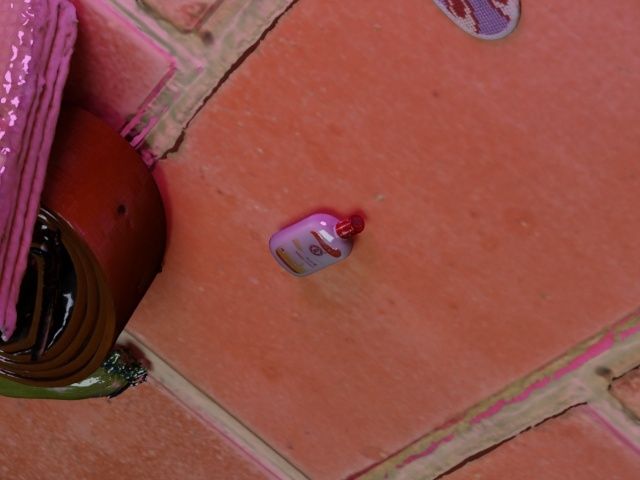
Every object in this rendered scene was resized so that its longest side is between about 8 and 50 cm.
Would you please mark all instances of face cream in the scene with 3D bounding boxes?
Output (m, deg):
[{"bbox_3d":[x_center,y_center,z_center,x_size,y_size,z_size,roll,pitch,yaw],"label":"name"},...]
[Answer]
[{"bbox_3d":[0.000,0.000,1.184,0.040,0.021,0.083,45,140,-16],"label":"face cream"}]

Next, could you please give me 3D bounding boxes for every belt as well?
[{"bbox_3d":[-0.216,0.004,1.281,0.184,0.105,0.261,27,145,6],"label":"belt"}]

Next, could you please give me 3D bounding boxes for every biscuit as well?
[{"bbox_3d":[-0.234,-0.055,1.131,0.108,0.238,0.062,4,167,28],"label":"biscuit"}]

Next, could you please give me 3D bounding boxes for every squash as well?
[{"bbox_3d":[-0.226,0.112,1.449,0.183,0.052,0.052,0,131,32],"label":"squash"}]

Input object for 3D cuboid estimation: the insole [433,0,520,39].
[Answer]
[{"bbox_3d":[0.054,-0.190,0.953,0.065,0.004,0.197,-11,125,43],"label":"insole"}]
